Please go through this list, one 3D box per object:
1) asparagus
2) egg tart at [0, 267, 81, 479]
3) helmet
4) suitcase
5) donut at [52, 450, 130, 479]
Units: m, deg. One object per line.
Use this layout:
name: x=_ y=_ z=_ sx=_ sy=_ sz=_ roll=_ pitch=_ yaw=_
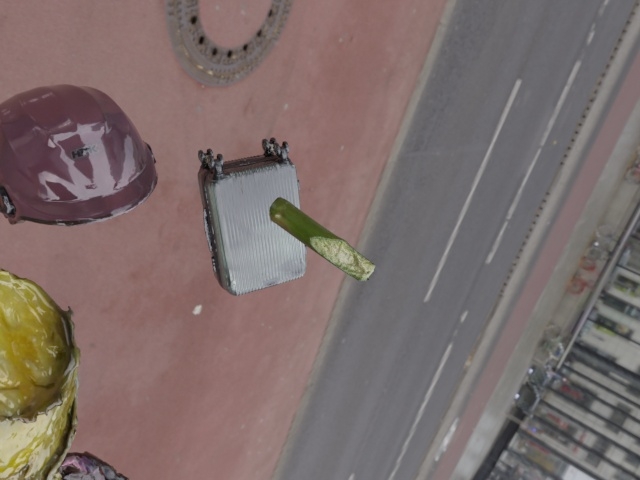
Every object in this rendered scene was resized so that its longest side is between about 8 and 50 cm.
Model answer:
asparagus: x=0.000 y=0.000 z=0.903 sx=0.041 sy=0.178 sz=0.045 roll=-44 pitch=159 yaw=-29
egg tart: x=-0.395 y=0.131 z=0.685 sx=0.132 sy=0.345 sz=0.345 roll=-37 pitch=165 yaw=26
helmet: x=-0.438 y=-0.163 z=1.065 sx=0.271 sy=0.338 sz=0.197 roll=-22 pitch=117 yaw=-28
suitcase: x=-0.144 y=-0.047 z=1.310 sx=0.202 sy=0.128 sz=0.312 roll=-14 pitch=113 yaw=-24
donut: x=-0.488 y=0.581 z=1.187 sx=0.259 sy=0.136 sz=0.345 roll=37 pitch=69 yaw=-38
